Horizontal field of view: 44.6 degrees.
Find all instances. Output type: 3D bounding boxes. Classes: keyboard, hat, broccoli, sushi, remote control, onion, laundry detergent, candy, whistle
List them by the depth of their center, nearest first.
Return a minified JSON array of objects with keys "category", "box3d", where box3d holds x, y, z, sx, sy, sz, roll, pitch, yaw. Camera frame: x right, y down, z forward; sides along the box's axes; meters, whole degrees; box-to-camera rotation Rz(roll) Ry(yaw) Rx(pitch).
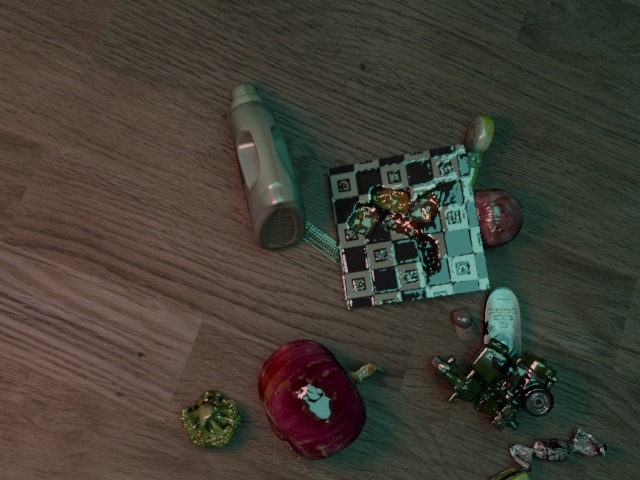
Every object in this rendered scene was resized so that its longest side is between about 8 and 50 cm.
[{"category":"onion","box3d":[-0.018,0.345,1.737,0.256,0.230,0.272,31,83,-1]},{"category":"broccoli","box3d":[-0.244,0.399,1.743,0.130,0.120,0.131,-27,59,-6]},{"category":"laundry detergent","box3d":[-0.138,-0.202,1.832,0.125,0.264,0.397,-13,68,-7]},{"category":"candy","box3d":[0.568,0.501,1.868,0.226,0.094,0.051,-7,119,-5]},{"category":"sushi","box3d":[0.211,-0.029,1.912,0.343,0.064,0.359,-10,80,7]},{"category":"hat","box3d":[0.357,0.204,1.915,0.058,0.042,0.087,-27,84,-13]},{"category":"keyboard","box3d":[0.000,0.000,1.916,0.129,0.015,0.049,37,75,0]},{"category":"remote control","box3d":[0.444,0.242,1.920,0.097,0.045,0.256,4,81,2]},{"category":"onion","box3d":[0.436,-0.058,1.938,0.195,0.159,0.159,-5,78,-39]},{"category":"whistle","box3d":[0.399,-0.221,1.990,0.057,0.104,0.198,10,90,-12]}]

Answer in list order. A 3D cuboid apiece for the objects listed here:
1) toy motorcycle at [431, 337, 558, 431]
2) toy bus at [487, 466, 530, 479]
[{"category":"toy motorcycle","box3d":[0.410,0.322,1.832,0.275,0.127,0.205,37,97,1]},{"category":"toy bus","box3d":[0.470,0.624,1.815,0.088,0.101,0.175,-24,81,-13]}]
